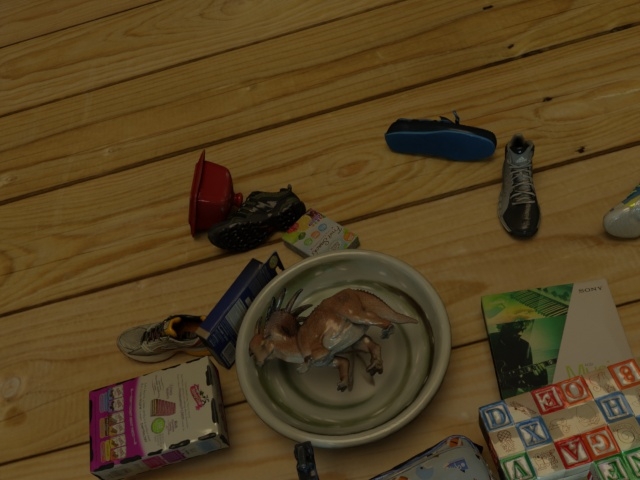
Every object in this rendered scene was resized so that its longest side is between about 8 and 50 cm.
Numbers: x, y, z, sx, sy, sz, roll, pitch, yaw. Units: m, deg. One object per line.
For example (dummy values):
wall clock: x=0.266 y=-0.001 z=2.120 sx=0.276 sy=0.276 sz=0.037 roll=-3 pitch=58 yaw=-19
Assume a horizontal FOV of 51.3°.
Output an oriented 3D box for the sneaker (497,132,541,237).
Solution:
sneaker: x=0.407 y=-0.127 z=1.375 sx=0.086 sy=0.132 sz=0.229 roll=-4 pitch=54 yaw=12

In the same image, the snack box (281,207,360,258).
snack box: x=0.000 y=0.000 z=1.448 sx=0.141 sy=0.037 sz=0.100 roll=32 pitch=69 yaw=31

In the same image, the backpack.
backpack: x=0.184 y=0.449 z=0.982 sx=0.276 sy=0.213 sz=0.263 roll=-25 pitch=63 yaw=-8

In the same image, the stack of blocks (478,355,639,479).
stack of blocks: x=0.414 y=0.304 z=1.021 sx=0.297 sy=0.087 sz=0.171 roll=-18 pitch=54 yaw=1

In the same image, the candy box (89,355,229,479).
candy box: x=-0.293 y=0.322 z=1.203 sx=0.233 sy=0.071 sz=0.159 roll=-17 pitch=53 yaw=2

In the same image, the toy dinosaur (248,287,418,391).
toy dinosaur: x=0.015 y=0.145 z=1.167 sx=0.295 sy=0.127 sz=0.200 roll=-24 pitch=45 yaw=-10

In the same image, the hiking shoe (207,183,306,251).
hiking shoe: x=-0.151 y=-0.054 z=1.509 sx=0.227 sy=0.086 sz=0.114 roll=-20 pitch=43 yaw=-11

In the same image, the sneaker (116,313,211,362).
sneaker: x=-0.310 y=0.187 z=1.358 sx=0.225 sy=0.093 sz=0.088 roll=-10 pitch=53 yaw=8

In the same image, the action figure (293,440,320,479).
action figure: x=-0.067 y=0.462 z=0.954 sx=0.178 sy=0.330 sz=0.341 roll=-21 pitch=54 yaw=11

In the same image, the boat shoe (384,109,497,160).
boat shoe: x=0.275 y=-0.251 z=1.518 sx=0.258 sy=0.109 sz=0.089 roll=13 pitch=56 yaw=20

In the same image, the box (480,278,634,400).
box: x=0.424 y=0.227 z=1.162 sx=0.232 sy=0.058 sz=0.322 roll=-9 pitch=53 yaw=8

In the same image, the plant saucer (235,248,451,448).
plant saucer: x=0.044 y=0.204 z=1.250 sx=0.400 sy=0.100 sz=0.400 roll=-7 pitch=53 yaw=9

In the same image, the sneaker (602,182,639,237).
sneaker: x=0.659 y=-0.087 z=1.326 sx=0.240 sy=0.091 sz=0.126 roll=-19 pitch=34 yaw=1

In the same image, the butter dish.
butter dish: x=-0.237 y=-0.100 z=1.532 sx=0.118 sy=0.160 sz=0.160 roll=9 pitch=54 yaw=-8

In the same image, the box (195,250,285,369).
box: x=-0.148 y=0.132 z=1.328 sx=0.036 sy=0.136 sz=0.225 roll=24 pitch=64 yaw=28
